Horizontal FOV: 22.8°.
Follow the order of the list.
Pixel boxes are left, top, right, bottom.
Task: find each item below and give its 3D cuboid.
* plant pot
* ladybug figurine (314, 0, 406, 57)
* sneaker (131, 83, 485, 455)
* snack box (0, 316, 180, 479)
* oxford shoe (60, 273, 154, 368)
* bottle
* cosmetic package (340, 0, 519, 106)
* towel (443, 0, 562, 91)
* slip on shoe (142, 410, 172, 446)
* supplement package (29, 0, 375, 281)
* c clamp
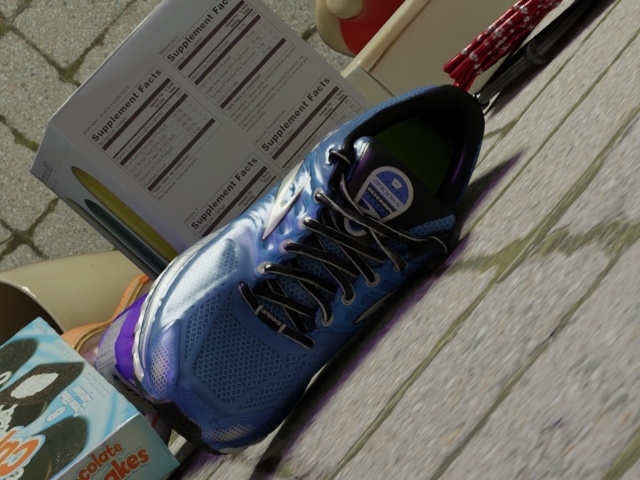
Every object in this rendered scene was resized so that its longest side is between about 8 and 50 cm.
[{"bbox_3d":[-0.284,0.117,2.015,0.274,0.256,0.256,-30,-10,-46],"label":"plant pot"},{"bbox_3d":[0.156,-0.354,1.905,0.449,0.162,0.305,-43,-23,-40],"label":"ladybug figurine"},{"bbox_3d":[0.000,0.000,1.040,0.330,0.130,0.147,-51,4,-34],"label":"sneaker"},{"bbox_3d":[-0.245,0.171,1.255,0.187,0.060,0.322,-39,22,-12],"label":"snack box"},{"bbox_3d":[-0.170,0.114,1.822,0.133,0.130,0.364,-9,15,23],"label":"oxford shoe"},{"bbox_3d":[-0.107,0.092,1.267,0.092,0.118,0.283,-66,11,-15],"label":"bottle"},{"bbox_3d":[0.131,-0.211,1.612,0.309,0.113,0.160,-52,6,-29],"label":"cosmetic package"},{"bbox_3d":[0.229,-0.237,1.344,0.275,0.031,0.199,-40,2,31],"label":"towel"},{"bbox_3d":[-0.245,0.257,1.276,0.331,0.101,0.123,-46,4,5],"label":"slip on shoe"},{"bbox_3d":[-0.077,-0.059,1.339,0.198,0.263,0.199,-49,5,-17],"label":"supplement package"},{"bbox_3d":[0.169,-0.147,1.351,0.137,0.022,0.161,-44,2,-38],"label":"c clamp"}]
